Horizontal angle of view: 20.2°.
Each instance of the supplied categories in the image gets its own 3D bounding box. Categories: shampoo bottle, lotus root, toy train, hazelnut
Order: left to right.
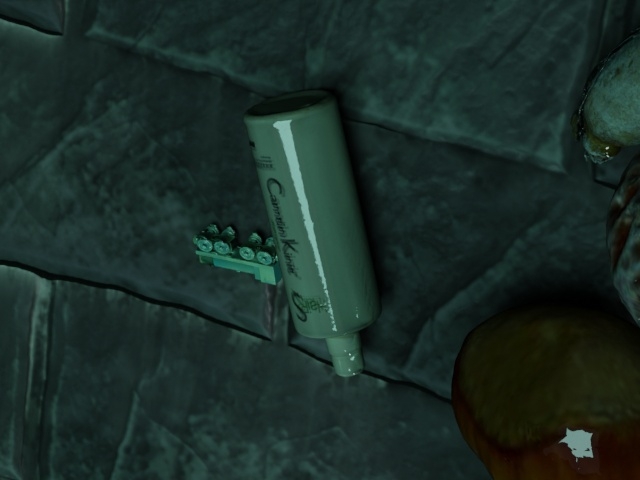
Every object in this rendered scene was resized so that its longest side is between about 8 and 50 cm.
[{"bbox_3d":[-0.076,0.012,1.681,0.092,0.029,0.045,11,130,22],"label":"toy train"},{"bbox_3d":[0.000,0.000,1.612,0.085,0.085,0.262,-5,109,23],"label":"shampoo bottle"},{"bbox_3d":[0.219,0.150,1.545,0.210,0.210,0.186,29,95,9],"label":"hazelnut"},{"bbox_3d":[0.262,-0.123,1.463,0.088,0.088,0.165,48,129,-2],"label":"lotus root"}]

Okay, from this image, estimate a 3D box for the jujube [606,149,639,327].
[{"bbox_3d":[0.387,-0.011,1.384,0.317,0.226,0.226,-17,104,24],"label":"jujube"}]
